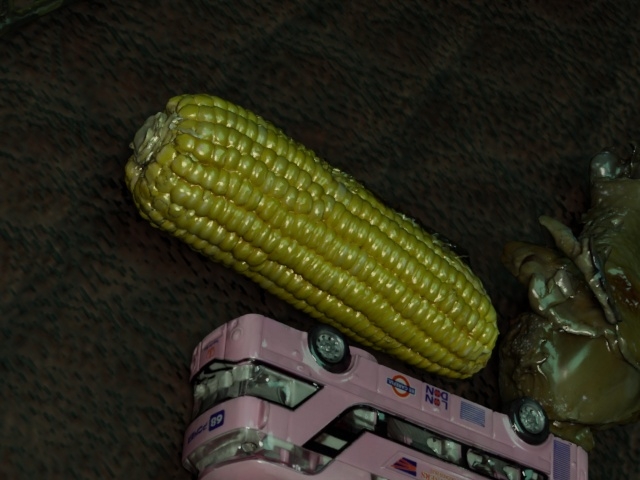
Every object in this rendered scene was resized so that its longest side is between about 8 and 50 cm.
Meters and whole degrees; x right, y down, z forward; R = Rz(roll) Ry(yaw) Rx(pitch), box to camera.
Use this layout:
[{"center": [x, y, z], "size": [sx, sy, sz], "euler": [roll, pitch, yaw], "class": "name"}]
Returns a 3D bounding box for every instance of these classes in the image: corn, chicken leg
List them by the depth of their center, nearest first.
[{"center": [0.000, 0.000, 0.901], "size": [0.203, 0.072, 0.072], "euler": [31, 50, -21], "class": "corn"}, {"center": [0.148, 0.030, 0.983], "size": [0.196, 0.080, 0.125], "euler": [-35, 111, -57], "class": "chicken leg"}]

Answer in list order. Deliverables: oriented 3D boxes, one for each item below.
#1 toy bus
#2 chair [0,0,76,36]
[{"center": [0.034, 0.102, 0.870], "size": [0.203, 0.063, 0.090], "euler": [24, 53, -26], "class": "toy bus"}, {"center": [-0.098, -0.199, 0.884], "size": [0.325, 0.160, 0.170], "euler": [-28, 85, -42], "class": "chair"}]
